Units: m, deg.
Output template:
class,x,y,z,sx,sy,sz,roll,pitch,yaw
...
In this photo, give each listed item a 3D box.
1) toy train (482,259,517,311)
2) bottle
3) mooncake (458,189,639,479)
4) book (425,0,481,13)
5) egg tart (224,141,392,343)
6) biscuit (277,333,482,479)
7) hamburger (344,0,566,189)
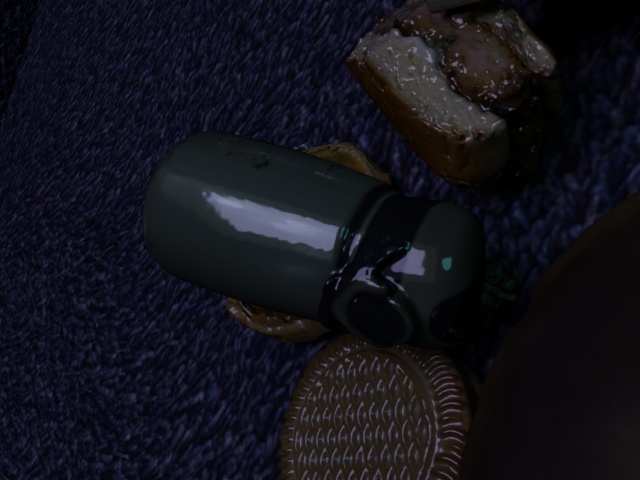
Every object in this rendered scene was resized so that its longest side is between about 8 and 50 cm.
class,x,y,z,sx,sy,sz,roll,pitch,yaw
toy train,0.158,0.040,0.739,0.083,0.033,0.053,35,103,49
bottle,-0.001,0.001,0.722,0.347,0.168,0.168,17,84,30
mooncake,0.295,0.136,0.381,0.394,0.246,0.393,3,69,47
book,0.289,-0.395,0.698,0.300,0.039,0.427,-3,50,45
egg tart,-0.035,-0.015,0.914,0.291,0.107,0.290,-22,57,38
biscuit,0.062,0.208,0.724,0.259,0.079,0.259,-23,54,37
hamburger,0.135,-0.166,0.768,0.155,0.245,0.282,-33,2,1
